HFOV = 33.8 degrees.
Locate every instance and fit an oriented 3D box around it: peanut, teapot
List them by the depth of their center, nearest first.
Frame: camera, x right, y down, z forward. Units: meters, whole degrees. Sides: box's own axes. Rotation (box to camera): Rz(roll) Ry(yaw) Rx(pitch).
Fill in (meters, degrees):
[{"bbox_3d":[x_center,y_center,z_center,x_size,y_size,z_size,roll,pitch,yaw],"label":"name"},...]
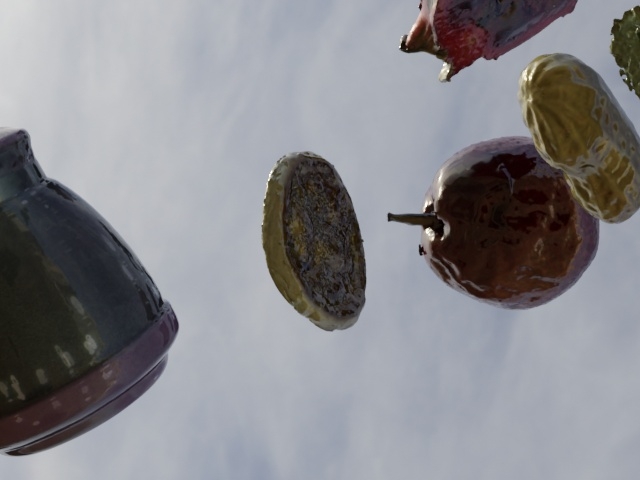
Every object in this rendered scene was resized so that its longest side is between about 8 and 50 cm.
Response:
[{"bbox_3d":[-0.158,0.025,0.495,0.148,0.116,0.146,-26,-78,3],"label":"teapot"},{"bbox_3d":[0.254,-0.093,0.996,0.083,0.093,0.194,-25,-65,28],"label":"peanut"}]

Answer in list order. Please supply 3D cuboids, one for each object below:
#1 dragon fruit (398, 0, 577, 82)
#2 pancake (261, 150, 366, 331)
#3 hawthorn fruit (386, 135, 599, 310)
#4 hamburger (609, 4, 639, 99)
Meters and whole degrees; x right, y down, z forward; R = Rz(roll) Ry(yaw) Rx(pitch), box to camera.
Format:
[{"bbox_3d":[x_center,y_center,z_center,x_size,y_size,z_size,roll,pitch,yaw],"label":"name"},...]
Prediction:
[{"bbox_3d":[0.166,-0.295,1.231,0.134,0.262,0.211,49,-63,33],"label":"dragon fruit"},{"bbox_3d":[0.000,0.000,0.885,0.028,0.158,0.158,-15,-85,29],"label":"pancake"},{"bbox_3d":[0.212,-0.024,1.348,0.266,0.210,0.230,2,-55,-7],"label":"hawthorn fruit"},{"bbox_3d":[0.363,-0.083,0.830,0.132,0.211,0.308,-7,-72,58],"label":"hamburger"}]
